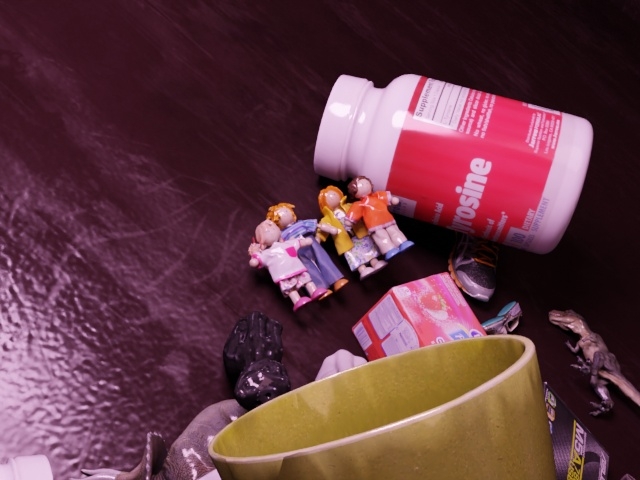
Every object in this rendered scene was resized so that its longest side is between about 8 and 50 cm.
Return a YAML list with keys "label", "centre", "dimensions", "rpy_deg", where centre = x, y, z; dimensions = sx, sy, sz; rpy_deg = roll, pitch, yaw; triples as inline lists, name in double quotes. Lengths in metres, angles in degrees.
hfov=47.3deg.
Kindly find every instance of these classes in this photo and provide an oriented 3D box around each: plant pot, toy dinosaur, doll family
- label: "plant pot"
  centre: [0.086, 0.260, 0.596]
  dimensions: [0.275, 0.275, 0.293]
  rpy_deg: [-18, 88, -39]
- label: "toy dinosaur"
  centre: [-0.103, 0.249, 0.841]
  dimensions: [0.314, 0.121, 0.160]
  rpy_deg: [-27, 79, -39]
- label: "toy dinosaur"
  centre: [0.483, 0.230, 1.252]
  dimensions: [0.118, 0.064, 0.268]
  rpy_deg: [-22, 72, -47]
- label: "doll family"
  centre: [0.000, 0.000, 1.120]
  dimensions: [0.263, 0.118, 0.163]
  rpy_deg: [-27, 78, -23]

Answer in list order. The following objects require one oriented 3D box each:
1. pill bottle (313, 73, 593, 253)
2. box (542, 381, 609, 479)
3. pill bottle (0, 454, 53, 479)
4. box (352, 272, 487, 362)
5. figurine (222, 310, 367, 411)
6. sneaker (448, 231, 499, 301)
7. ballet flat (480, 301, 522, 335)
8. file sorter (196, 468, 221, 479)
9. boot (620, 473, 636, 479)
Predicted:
- label: "pill bottle"
  centre: [0.208, -0.138, 1.196]
  dimensions: [0.408, 0.229, 0.229]
  rpy_deg: [16, 45, 9]
- label: "box"
  centre: [0.349, 0.336, 1.060]
  dimensions: [0.184, 0.045, 0.190]
  rpy_deg: [46, 43, -16]
- label: "pill bottle"
  centre: [-0.400, 0.259, 0.609]
  dimensions: [0.323, 0.181, 0.181]
  rpy_deg: [2, 55, -30]
- label: "box"
  centre: [0.174, 0.191, 1.046]
  dimensions: [0.123, 0.128, 0.256]
  rpy_deg: [-12, 63, -37]
- label: "figurine"
  centre: [-0.013, 0.185, 0.885]
  dimensions: [0.215, 0.092, 0.209]
  rpy_deg: [25, 6, -11]
- label: "sneaker"
  centre: [0.280, 0.009, 1.283]
  dimensions: [0.084, 0.083, 0.214]
  rpy_deg: [20, 49, -19]
- label: "ballet flat"
  centre: [0.306, 0.140, 1.229]
  dimensions: [0.114, 0.041, 0.041]
  rpy_deg: [-26, 72, -40]
- label: "file sorter"
  centre: [-0.084, 0.365, 0.643]
  dimensions: [0.277, 0.193, 0.173]
  rpy_deg: [58, 9, 8]
- label: "boot"
  centre: [0.485, 0.473, 0.999]
  dimensions: [0.229, 0.091, 0.263]
  rpy_deg: [33, 34, 6]
